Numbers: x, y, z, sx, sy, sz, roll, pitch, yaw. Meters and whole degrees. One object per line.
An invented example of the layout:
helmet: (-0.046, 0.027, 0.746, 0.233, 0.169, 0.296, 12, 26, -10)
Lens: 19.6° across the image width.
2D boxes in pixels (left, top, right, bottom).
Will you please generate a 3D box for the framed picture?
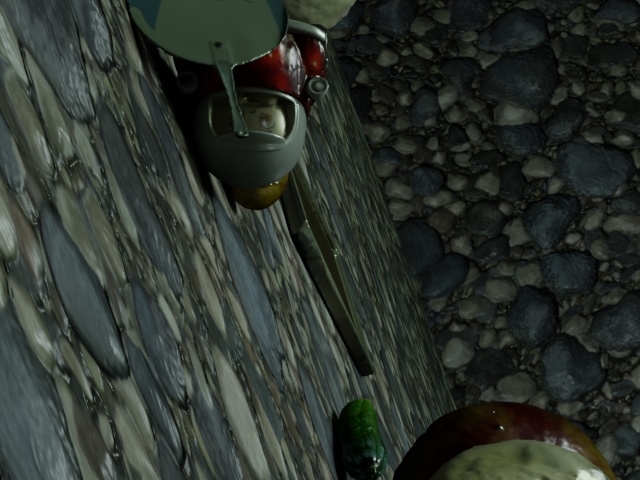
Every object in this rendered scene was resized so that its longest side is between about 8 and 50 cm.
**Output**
framed picture: (0.000, 0.000, 1.894, 0.260, 0.023, 0.189, 64, 8, -49)

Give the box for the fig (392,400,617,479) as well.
fig: (0.154, 0.276, 1.642, 0.321, 0.217, 0.217, 103, -27, -63)

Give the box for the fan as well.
fan: (-0.070, -0.135, 1.249, 0.005, 0.113, 0.175, 113, -30, -49)

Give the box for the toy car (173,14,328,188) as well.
toy car: (-0.051, -0.091, 1.332, 0.139, 0.112, 0.112, 105, -15, -70)

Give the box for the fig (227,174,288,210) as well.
fig: (-0.054, -0.052, 1.437, 0.050, 0.050, 0.083, 68, -14, -18)

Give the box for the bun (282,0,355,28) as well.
bun: (-0.031, -0.374, 2.226, 0.273, 0.168, 0.272, 156, -90, -88)

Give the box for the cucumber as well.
cucumber: (0.033, 0.167, 1.521, 0.168, 0.039, 0.039, -100, 169, -74)

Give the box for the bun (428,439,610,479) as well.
bun: (0.152, 0.279, 1.397, 0.153, 0.244, 0.243, -20, -91, 67)
